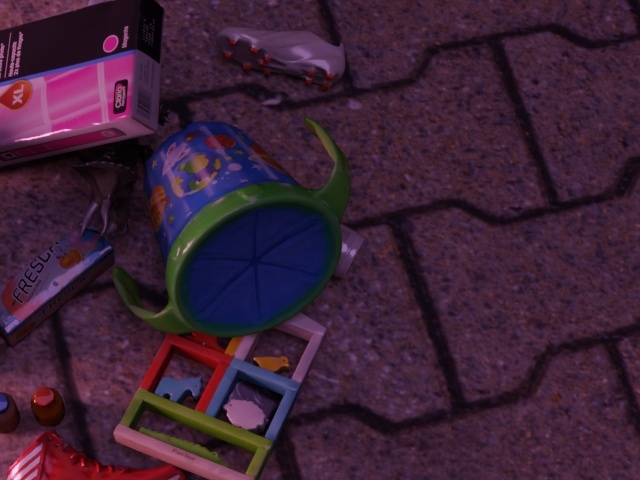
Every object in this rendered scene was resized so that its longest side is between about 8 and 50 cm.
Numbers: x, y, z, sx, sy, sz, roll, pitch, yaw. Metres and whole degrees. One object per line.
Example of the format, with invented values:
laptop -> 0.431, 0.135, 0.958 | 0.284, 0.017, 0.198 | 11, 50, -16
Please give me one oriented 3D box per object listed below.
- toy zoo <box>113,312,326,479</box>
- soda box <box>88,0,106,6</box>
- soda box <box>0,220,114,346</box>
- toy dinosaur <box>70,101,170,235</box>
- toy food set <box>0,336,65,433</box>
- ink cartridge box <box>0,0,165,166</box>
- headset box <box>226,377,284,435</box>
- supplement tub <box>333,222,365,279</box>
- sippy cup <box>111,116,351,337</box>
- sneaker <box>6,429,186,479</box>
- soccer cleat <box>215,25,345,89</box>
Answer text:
toy zoo -> -0.117, 0.168, 1.556 | 0.192, 0.030, 0.293 | 19, 57, 10
soda box -> -0.291, -0.325, 1.691 | 0.073, 0.069, 0.216 | 8, 50, -7
soda box -> -0.359, 0.056, 1.574 | 0.058, 0.063, 0.183 | 44, 69, 10
toy dinosaur -> -0.313, -0.162, 1.615 | 0.160, 0.121, 0.313 | -20, 68, -49
toy food set -> -0.436, 0.164, 1.499 | 0.232, 0.104, 0.111 | 42, 69, 7
ink cartridge box -> -0.373, -0.197, 1.557 | 0.370, 0.069, 0.176 | -10, 69, 28
headset box -> -0.096, 0.212, 1.579 | 0.083, 0.032, 0.062 | 38, 68, 4
supplement tub -> 0.000, 0.000, 1.653 | 0.107, 0.071, 0.071 | 29, 68, 3
sippy cup -> -0.122, -0.031, 1.551 | 0.305, 0.240, 0.224 | -14, 45, -23
sneaker -> -0.287, 0.285, 1.492 | 0.221, 0.087, 0.128 | -15, 74, -16
soccer cleat -> -0.058, -0.282, 1.754 | 0.196, 0.068, 0.076 | 15, 63, -11
